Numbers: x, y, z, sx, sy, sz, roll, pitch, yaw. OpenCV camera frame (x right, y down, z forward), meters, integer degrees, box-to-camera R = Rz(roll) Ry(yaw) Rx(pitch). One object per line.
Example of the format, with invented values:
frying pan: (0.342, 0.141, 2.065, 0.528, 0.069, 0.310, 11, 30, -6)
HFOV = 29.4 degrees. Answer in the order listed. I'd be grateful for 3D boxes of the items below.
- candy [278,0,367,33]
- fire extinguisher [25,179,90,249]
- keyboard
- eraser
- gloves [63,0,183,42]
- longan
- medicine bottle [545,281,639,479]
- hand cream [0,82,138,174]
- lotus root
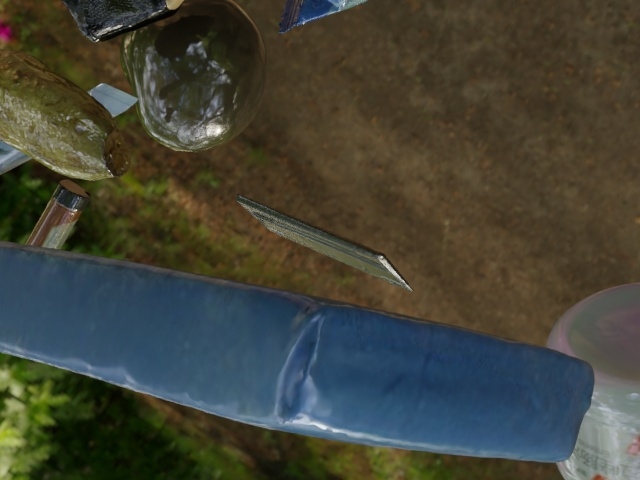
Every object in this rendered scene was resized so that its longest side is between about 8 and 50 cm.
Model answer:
candy: (0.083, -0.384, 1.609, 0.331, 0.187, 0.077, -19, 123, 29)
fire extinguisher: (-0.382, 0.000, 1.696, 0.050, 0.062, 0.177, 31, 106, -6)
keyboard: (0.000, 0.000, 1.100, 0.198, 0.010, 0.063, 23, 164, 44)
eraser: (-0.064, 0.034, 0.474, 0.312, 0.042, 0.144, 7, 173, 44)
gloves: (-0.232, -0.406, 1.643, 0.301, 0.152, 0.197, -30, 93, 22)
longan: (-0.191, -0.254, 1.832, 0.215, 0.246, 0.246, 27, 157, -37)
medicine bottle: (0.411, 0.242, 1.502, 0.256, 0.256, 0.324, 11, 125, 31)
hand cream: (-0.372, -0.140, 1.594, 0.271, 0.058, 0.091, -22, 162, 18)
lotus root: (-0.315, -0.142, 1.376, 0.258, 0.097, 0.110, 30, 149, 33)
